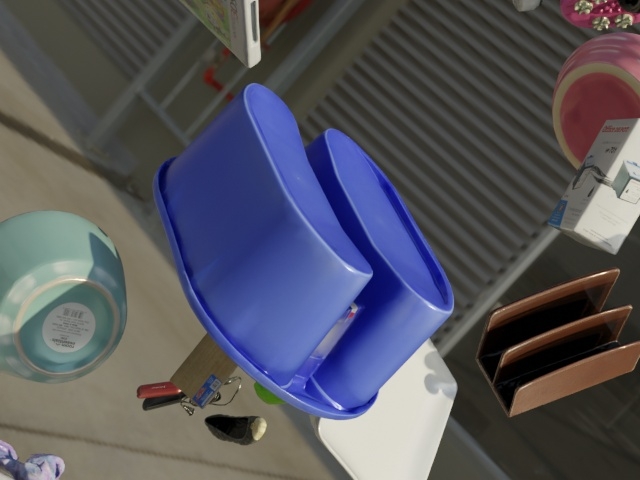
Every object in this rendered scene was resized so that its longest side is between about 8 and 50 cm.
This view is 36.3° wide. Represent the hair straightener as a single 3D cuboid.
[{"bbox_3d":[-0.283,0.341,2.150,0.047,0.230,0.089,-103,-179,-54],"label":"hair straightener"}]

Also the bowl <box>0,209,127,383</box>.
[{"bbox_3d":[-0.456,0.118,1.665,0.311,0.312,0.163,37,-4,-36],"label":"bowl"}]

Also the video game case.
[{"bbox_3d":[-0.146,-0.307,1.073,0.212,0.023,0.193,46,-13,10],"label":"video game case"}]

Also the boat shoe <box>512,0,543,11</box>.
[{"bbox_3d":[0.336,-0.523,1.503,0.121,0.119,0.335,97,-11,-86],"label":"boat shoe"}]

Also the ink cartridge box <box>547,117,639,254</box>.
[{"bbox_3d":[0.440,-0.084,1.472,0.082,0.191,0.139,28,3,-5],"label":"ink cartridge box"}]

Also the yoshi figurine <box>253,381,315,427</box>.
[{"bbox_3d":[0.005,0.210,1.609,0.362,0.203,0.203,79,16,-45],"label":"yoshi figurine"}]

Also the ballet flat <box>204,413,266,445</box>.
[{"bbox_3d":[-0.165,0.365,1.892,0.049,0.058,0.173,35,-30,-32],"label":"ballet flat"}]

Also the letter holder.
[{"bbox_3d":[0.494,0.200,1.977,0.214,0.301,0.152,91,-22,-53],"label":"letter holder"}]

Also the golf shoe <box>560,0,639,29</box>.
[{"bbox_3d":[0.490,-0.412,1.411,0.115,0.306,0.140,35,45,-42],"label":"golf shoe"}]

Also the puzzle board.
[{"bbox_3d":[-0.179,0.204,1.599,0.096,0.128,0.011,32,-10,40],"label":"puzzle board"}]

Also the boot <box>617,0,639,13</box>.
[{"bbox_3d":[0.410,-0.330,1.041,0.244,0.176,0.088,103,-36,-72],"label":"boot"}]

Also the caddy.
[{"bbox_3d":[-0.031,0.013,0.939,0.241,0.179,0.341,25,28,-39],"label":"caddy"}]

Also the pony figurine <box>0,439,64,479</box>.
[{"bbox_3d":[-0.582,0.343,1.530,0.363,0.351,0.303,26,38,6],"label":"pony figurine"}]

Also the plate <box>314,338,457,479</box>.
[{"bbox_3d":[0.090,0.231,1.369,0.045,0.278,0.277,-4,-46,34],"label":"plate"}]

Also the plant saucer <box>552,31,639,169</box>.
[{"bbox_3d":[0.586,-0.241,1.937,0.084,0.332,0.332,-24,56,-33],"label":"plant saucer"}]
